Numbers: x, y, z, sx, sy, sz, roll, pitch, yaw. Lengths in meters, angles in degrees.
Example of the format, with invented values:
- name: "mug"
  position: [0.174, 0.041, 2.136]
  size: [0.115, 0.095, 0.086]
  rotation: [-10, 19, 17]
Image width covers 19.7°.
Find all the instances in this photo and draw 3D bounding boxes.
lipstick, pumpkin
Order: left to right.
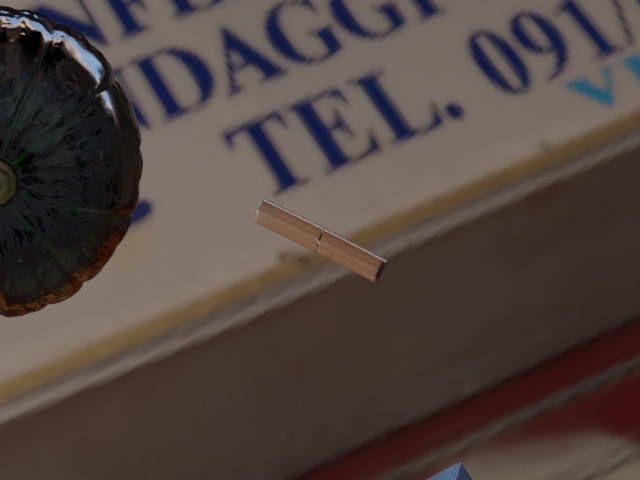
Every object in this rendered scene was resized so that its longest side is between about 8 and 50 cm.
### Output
- name: "pumpkin"
  position: [-0.268, -0.069, 1.480]
  size: [0.248, 0.248, 0.248]
  rotation: [-22, -35, -16]
- name: "lipstick"
  position: [0.000, 0.000, 1.241]
  size: [0.019, 0.094, 0.019]
  rotation: [-61, -8, -14]

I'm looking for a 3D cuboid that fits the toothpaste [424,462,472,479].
- name: "toothpaste"
  position: [-0.001, 0.177, 0.975]
  size: [0.193, 0.070, 0.044]
  rotation: [-31, 9, 22]
